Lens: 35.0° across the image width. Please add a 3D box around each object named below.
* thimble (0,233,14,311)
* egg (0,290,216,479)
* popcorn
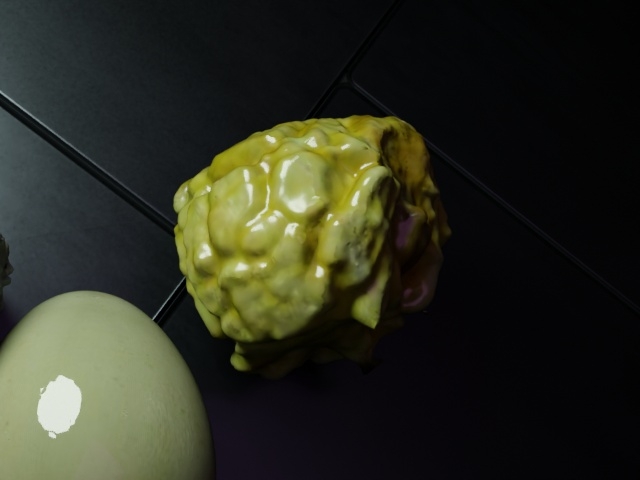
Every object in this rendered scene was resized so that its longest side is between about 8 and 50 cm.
[{"bbox_3d":[-0.337,0.060,0.736,0.236,0.172,0.205,-40,91,-29],"label":"thimble"},{"bbox_3d":[-0.173,0.157,0.756,0.188,0.188,0.254,4,58,-20],"label":"egg"},{"bbox_3d":[-0.003,0.009,0.853,0.249,0.249,0.225,-13,85,-25],"label":"popcorn"}]
